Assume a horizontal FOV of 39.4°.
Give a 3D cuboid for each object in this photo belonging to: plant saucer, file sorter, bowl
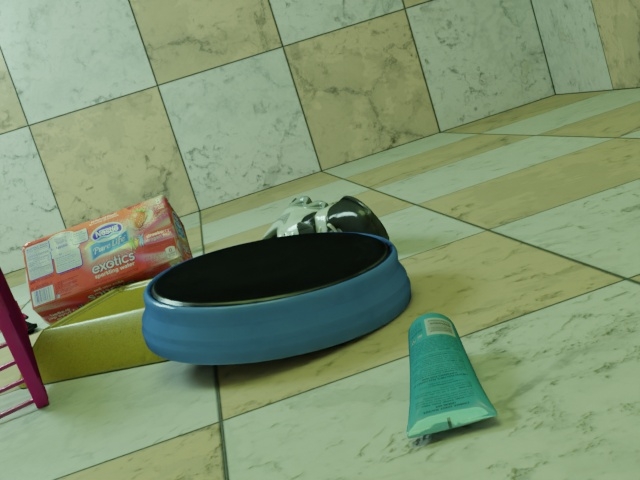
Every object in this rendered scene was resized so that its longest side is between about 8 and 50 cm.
[{"bbox_3d":[-0.309,0.130,1.537,0.332,0.081,0.333,-14,10,24],"label":"plant saucer"},{"bbox_3d":[-0.553,0.136,1.356,0.182,0.202,0.290,-23,28,-16],"label":"file sorter"},{"bbox_3d":[-0.066,0.068,1.285,0.390,0.077,0.391,-8,13,2],"label":"bowl"}]

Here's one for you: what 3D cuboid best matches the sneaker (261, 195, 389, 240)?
[{"bbox_3d":[0.000,0.000,1.683,0.146,0.122,0.330,-42,20,-23],"label":"sneaker"}]

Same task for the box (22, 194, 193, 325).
[{"bbox_3d":[-0.409,0.049,1.755,0.299,0.154,0.142,-20,-27,0],"label":"box"}]

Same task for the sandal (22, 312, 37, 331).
[{"bbox_3d":[-0.679,0.186,1.995,0.067,0.040,0.179,-22,11,-27],"label":"sandal"}]

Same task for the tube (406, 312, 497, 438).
[{"bbox_3d":[0.118,0.130,0.870,0.080,0.052,0.207,-21,14,8],"label":"tube"}]

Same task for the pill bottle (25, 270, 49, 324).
[{"bbox_3d":[-0.469,0.069,1.925,0.283,0.161,0.161,-17,9,2],"label":"pill bottle"}]
